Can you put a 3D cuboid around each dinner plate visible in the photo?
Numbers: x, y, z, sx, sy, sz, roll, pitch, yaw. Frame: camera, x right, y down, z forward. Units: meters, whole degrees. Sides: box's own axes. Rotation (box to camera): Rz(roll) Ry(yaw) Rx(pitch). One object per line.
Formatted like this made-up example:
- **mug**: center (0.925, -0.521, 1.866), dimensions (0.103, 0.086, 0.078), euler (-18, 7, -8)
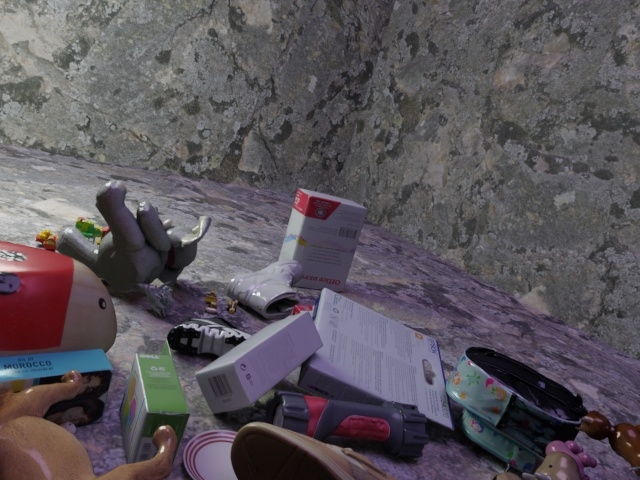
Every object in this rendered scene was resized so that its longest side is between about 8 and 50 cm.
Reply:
- **dinner plate**: center (-0.141, 0.342, 0.765), dimensions (0.141, 0.017, 0.141), euler (16, 14, -4)

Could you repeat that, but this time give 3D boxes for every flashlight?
- **flashlight**: center (0.052, 0.336, 0.886), dimensions (0.303, 0.103, 0.103), euler (17, 8, -23)

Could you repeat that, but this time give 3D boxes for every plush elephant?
- **plush elephant**: center (-0.421, 0.006, 1.253), dimensions (0.330, 0.272, 0.255), euler (46, 29, -1)

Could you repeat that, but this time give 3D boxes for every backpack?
- **backpack**: center (0.394, 0.343, 1.064), dimensions (0.253, 0.191, 0.225), euler (33, 12, 20)

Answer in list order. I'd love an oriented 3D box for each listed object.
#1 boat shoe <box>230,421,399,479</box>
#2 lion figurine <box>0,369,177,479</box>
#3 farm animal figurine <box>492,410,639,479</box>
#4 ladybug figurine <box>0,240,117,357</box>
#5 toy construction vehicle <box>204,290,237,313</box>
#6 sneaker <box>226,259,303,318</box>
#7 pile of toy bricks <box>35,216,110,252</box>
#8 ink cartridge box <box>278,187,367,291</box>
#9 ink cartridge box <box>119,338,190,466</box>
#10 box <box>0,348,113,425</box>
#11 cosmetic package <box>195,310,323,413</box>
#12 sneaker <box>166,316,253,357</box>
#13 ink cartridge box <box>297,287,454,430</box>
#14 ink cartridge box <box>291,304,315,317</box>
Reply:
- **boat shoe**: center (0.029, 0.362, 0.713), dimensions (0.340, 0.122, 0.110), euler (30, 11, 8)
- **lion figurine**: center (-0.309, 0.266, 0.563), dimensions (0.391, 0.142, 0.240), euler (17, 3, 16)
- **farm animal figurine**: center (0.358, 0.410, 0.724), dimensions (0.172, 0.331, 0.327), euler (19, 41, -7)
- **ladybug figurine**: center (-0.554, 0.094, 0.801), dimensions (0.448, 0.162, 0.305), euler (10, 13, -34)
- **toy construction vehicle**: center (-0.258, 0.161, 1.301), dimensions (0.085, 0.035, 0.098), euler (16, 13, -8)
- **sneaker**: center (-0.108, 0.146, 1.432), dimensions (0.169, 0.108, 0.292), euler (27, 26, 29)
- **pile of toy bricks**: center (-0.644, -0.013, 1.351), dimensions (0.212, 0.105, 0.118), euler (9, 16, -31)
- **ink cartridge box**: center (0.000, 0.000, 1.693), dimensions (0.225, 0.307, 0.131), euler (11, 14, -26)
- **ink cartridge box**: center (-0.266, 0.248, 0.777), dimensions (0.062, 0.109, 0.209), euler (13, 14, -30)
- **box**: center (-0.431, 0.220, 0.702), dimensions (0.244, 0.101, 0.060), euler (5, 20, -43)
- **cosmetic package**: center (-0.108, 0.223, 0.941), dimensions (0.117, 0.086, 0.231), euler (-24, 0, 37)
- **sneaker**: center (-0.202, 0.212, 1.077), dimensions (0.234, 0.078, 0.106), euler (15, 16, -4)
- **ink cartridge box**: center (0.125, 0.273, 1.141), dimensions (0.329, 0.072, 0.324), euler (27, 23, -4)
- **ink cartridge box**: center (0.004, 0.230, 1.298), dimensions (0.109, 0.063, 0.150), euler (8, 17, -33)
